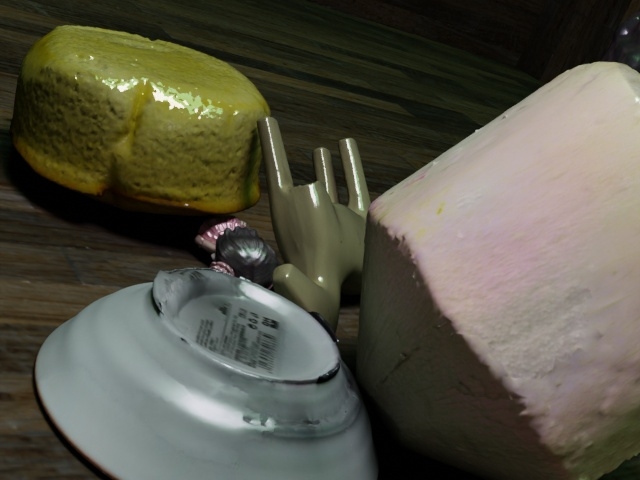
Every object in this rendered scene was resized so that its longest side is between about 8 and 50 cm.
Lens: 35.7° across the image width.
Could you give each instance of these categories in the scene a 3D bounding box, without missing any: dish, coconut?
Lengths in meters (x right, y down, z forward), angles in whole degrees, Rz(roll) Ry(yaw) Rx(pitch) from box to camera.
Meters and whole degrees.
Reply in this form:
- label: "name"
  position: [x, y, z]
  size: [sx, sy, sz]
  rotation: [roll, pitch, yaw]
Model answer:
- label: "dish"
  position: [-0.063, 0.088, 0.710]
  size: [0.260, 0.085, 0.260]
  rotation: [21, 19, -8]
- label: "coconut"
  position: [0.169, 0.051, 0.770]
  size: [0.297, 0.309, 0.297]
  rotation: [53, 6, -8]

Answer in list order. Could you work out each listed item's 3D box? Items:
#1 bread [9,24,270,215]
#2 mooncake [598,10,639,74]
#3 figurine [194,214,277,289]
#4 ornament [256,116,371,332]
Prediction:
- label: "bread"
  position: [-0.177, -0.117, 1.002]
  size: [0.269, 0.148, 0.270]
  rotation: [15, 21, -6]
- label: "mooncake"
  position: [0.540, -0.202, 1.746]
  size: [0.381, 0.351, 0.212]
  rotation: [-39, 56, -17]
- label: "figurine"
  position: [-0.085, 0.008, 0.936]
  size: [0.072, 0.054, 0.129]
  rotation: [8, 23, -26]
- label: "ornament"
  position: [0.000, 0.000, 0.943]
  size: [0.230, 0.061, 0.245]
  rotation: [22, 53, -65]
